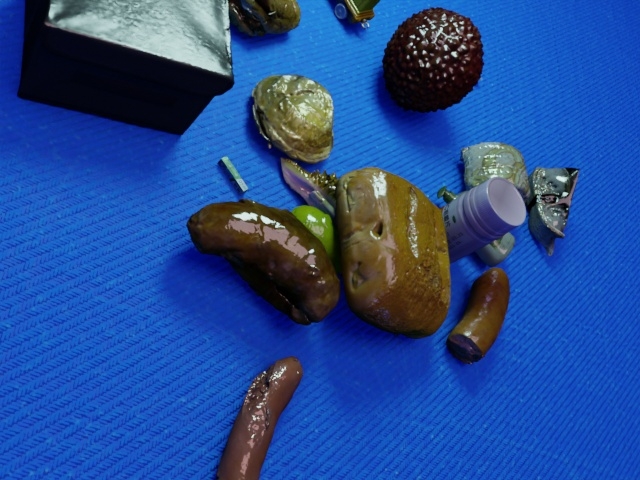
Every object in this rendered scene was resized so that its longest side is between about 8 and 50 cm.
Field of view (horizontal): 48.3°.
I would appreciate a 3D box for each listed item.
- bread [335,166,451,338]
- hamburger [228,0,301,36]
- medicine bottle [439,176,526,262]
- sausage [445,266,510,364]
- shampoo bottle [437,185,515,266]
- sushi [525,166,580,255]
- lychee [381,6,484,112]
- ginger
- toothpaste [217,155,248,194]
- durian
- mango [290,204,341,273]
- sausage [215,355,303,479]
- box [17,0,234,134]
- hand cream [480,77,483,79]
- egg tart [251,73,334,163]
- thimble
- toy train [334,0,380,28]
[{"bbox_3d":[0.171,0.033,1.500,0.337,0.148,0.328,30,48,-48],"label":"bread"},{"bbox_3d":[-0.136,-0.570,1.664,0.206,0.130,0.183,-32,91,-45],"label":"hamburger"},{"bbox_3d":[0.342,-0.038,1.659,0.133,0.250,0.133,17,59,-30],"label":"medicine bottle"},{"bbox_3d":[0.384,0.170,1.682,0.109,0.109,0.270,43,48,-11],"label":"sausage"},{"bbox_3d":[0.384,-0.049,1.808,0.234,0.087,0.118,45,47,-9],"label":"shampoo bottle"},{"bbox_3d":[0.629,-0.095,2.018,0.109,0.134,0.272,21,72,-9],"label":"sushi"},{"bbox_3d":[0.295,-0.465,1.840,0.300,0.264,0.264,-40,94,-24],"label":"lychee"},{"bbox_3d":[-0.098,0.024,1.351,0.321,0.165,0.172,35,42,-11],"label":"ginger"},{"bbox_3d":[-0.179,-0.134,1.466,0.017,0.020,0.083,-33,89,-41],"label":"toothpaste"},{"bbox_3d":[0.006,-0.115,1.559,0.224,0.078,0.140,41,49,-14],"label":"durian"},{"bbox_3d":[0.001,0.000,1.482,0.178,0.100,0.119,44,43,-24],"label":"mango"},{"bbox_3d":[-0.110,0.332,1.231,0.087,0.079,0.326,28,50,-9],"label":"sausage"},{"bbox_3d":[-0.363,-0.383,1.334,0.345,0.204,0.251,10,61,-33],"label":"box"},{"bbox_3d":[0.343,-0.526,2.062,0.331,0.058,0.085,8,46,-40],"label":"hand cream"},{"bbox_3d":[-0.045,-0.288,1.600,0.232,0.098,0.252,44,43,-6],"label":"egg tart"},{"bbox_3d":[0.462,-0.175,1.903,0.191,0.137,0.143,16,57,-18],"label":"thimble"},{"bbox_3d":[0.083,-0.666,1.882,0.089,0.127,0.219,-27,85,-43],"label":"toy train"}]
